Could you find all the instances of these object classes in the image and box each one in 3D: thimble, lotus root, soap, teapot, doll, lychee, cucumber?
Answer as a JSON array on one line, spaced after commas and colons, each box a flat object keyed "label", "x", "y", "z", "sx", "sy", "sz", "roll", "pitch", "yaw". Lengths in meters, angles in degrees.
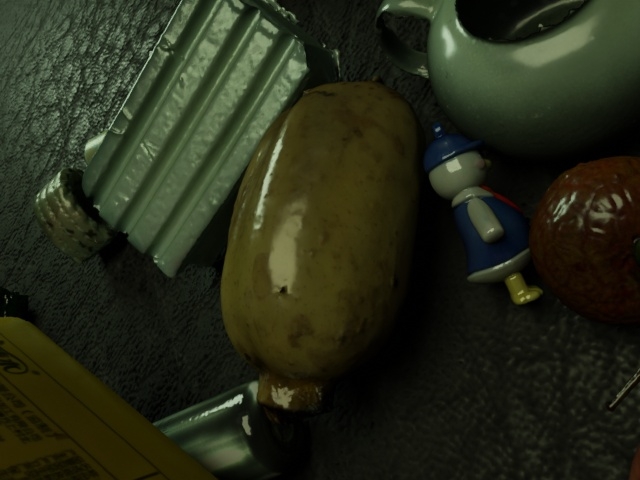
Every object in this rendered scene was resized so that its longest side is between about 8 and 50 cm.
[{"label": "thimble", "x": -0.289, "y": -0.029, "z": 0.761, "sx": 0.062, "sy": 0.084, "sz": 0.110, "roll": -39, "pitch": 67, "yaw": 19}, {"label": "lotus root", "x": 0.000, "y": 0.000, "z": 0.498, "sx": 0.146, "sy": 0.160, "sz": 0.284, "roll": 11, "pitch": 75, "yaw": -5}, {"label": "soap", "x": -0.106, "y": -0.111, "z": 0.613, "sx": 0.150, "sy": 0.094, "sz": 0.261, "roll": 41, "pitch": 107, "yaw": 11}, {"label": "teapot", "x": 0.166, "y": -0.155, "z": 0.461, "sx": 0.294, "sy": 0.129, "sz": 0.193, "roll": 9, "pitch": 74, "yaw": 38}, {"label": "doll", "x": 0.113, "y": -0.021, "z": 0.454, "sx": 0.057, "sy": 0.099, "sz": 0.143, "roll": -27, "pitch": 82, "yaw": 11}, {"label": "lychee", "x": 0.186, "y": 0.009, "z": 0.388, "sx": 0.140, "sy": 0.101, "sz": 0.114, "roll": 54, "pitch": 135, "yaw": 51}, {"label": "cucumber", "x": -0.402, "y": 0.151, "z": 0.779, "sx": 0.058, "sy": 0.058, "sz": 0.187, "roll": -14, "pitch": 62, "yaw": 31}]

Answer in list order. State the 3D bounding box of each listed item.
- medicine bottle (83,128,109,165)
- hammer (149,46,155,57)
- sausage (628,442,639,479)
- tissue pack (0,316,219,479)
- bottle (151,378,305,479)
[{"label": "medicine bottle", "x": -0.183, "y": -0.131, "z": 0.745, "sx": 0.218, "sy": 0.074, "sz": 0.074, "roll": -18, "pitch": 59, "yaw": 31}, {"label": "hammer", "x": -0.143, "y": -0.257, "z": 0.804, "sx": 0.201, "sy": 0.021, "sz": 0.078, "roll": -2, "pitch": 68, "yaw": 34}, {"label": "sausage", "x": 0.253, "y": 0.128, "z": 0.259, "sx": 0.254, "sy": 0.148, "sz": 0.148, "roll": -13, "pitch": 62, "yaw": 30}, {"label": "tissue pack", "x": -0.205, "y": 0.229, "z": 0.373, "sx": 0.381, "sy": 0.293, "sz": 0.228, "roll": 31, "pitch": 101, "yaw": 24}, {"label": "bottle", "x": -0.132, "y": 0.190, "z": 0.552, "sx": 0.253, "sy": 0.079, "sz": 0.096, "roll": -29, "pitch": 29, "yaw": 22}]
